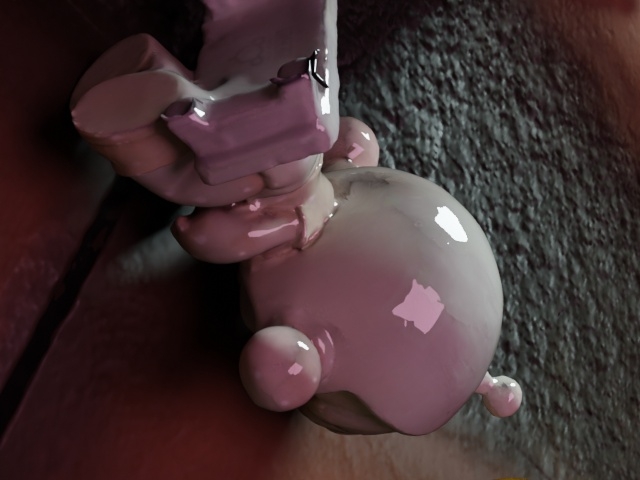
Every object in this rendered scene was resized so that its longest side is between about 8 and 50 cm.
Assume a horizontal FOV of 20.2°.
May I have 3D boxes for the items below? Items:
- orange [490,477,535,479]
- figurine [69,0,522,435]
[{"bbox_3d":[0.098,0.201,0.914,0.156,0.124,0.156,21,56,-34],"label":"orange"},{"bbox_3d":[0.008,-0.007,0.842,0.144,0.182,0.257,-33,125,2],"label":"figurine"}]
